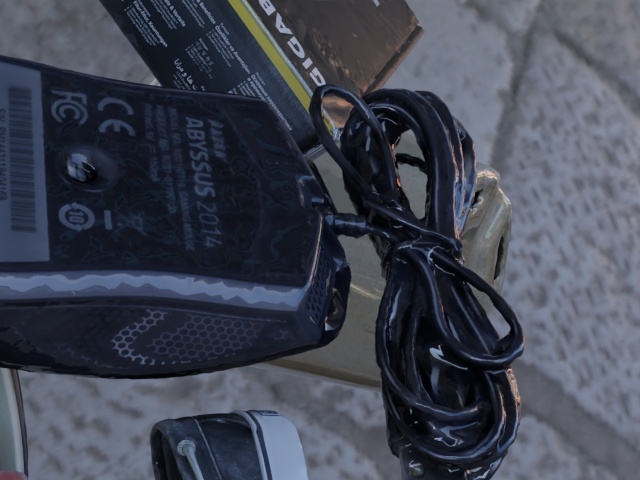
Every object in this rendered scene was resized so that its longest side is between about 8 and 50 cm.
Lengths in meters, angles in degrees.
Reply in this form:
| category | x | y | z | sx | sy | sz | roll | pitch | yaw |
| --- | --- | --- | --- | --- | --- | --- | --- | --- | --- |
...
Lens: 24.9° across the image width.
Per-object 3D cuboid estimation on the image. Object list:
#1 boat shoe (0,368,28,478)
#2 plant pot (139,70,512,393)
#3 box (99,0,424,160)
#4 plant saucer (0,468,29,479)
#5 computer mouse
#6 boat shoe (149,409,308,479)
| category | x | y | z | sx | sy | sz | roll | pitch | yaw |
| --- | --- | --- | --- | --- | --- | --- | --- | --- | --- |
| boat shoe | -0.210 | -0.006 | 0.664 | 0.340 | 0.127 | 0.113 | 64 | 14 | -8 |
| plant pot | 0.000 | 0.000 | 1.362 | 0.334 | 0.305 | 0.334 | -41 | 139 | -48 |
| box | -0.075 | -0.210 | 0.882 | 0.322 | 0.079 | 0.257 | 55 | 23 | -9 |
| plant saucer | -0.218 | 0.202 | 0.482 | 0.048 | 0.258 | 0.259 | 47 | 48 | -46 |
| computer mouse | -0.067 | 0.006 | 0.533 | 0.272 | 0.072 | 0.188 | 10 | 47 | -17 |
| boat shoe | -0.049 | 0.252 | 0.896 | 0.105 | 0.113 | 0.306 | 1 | 69 | -28 |
